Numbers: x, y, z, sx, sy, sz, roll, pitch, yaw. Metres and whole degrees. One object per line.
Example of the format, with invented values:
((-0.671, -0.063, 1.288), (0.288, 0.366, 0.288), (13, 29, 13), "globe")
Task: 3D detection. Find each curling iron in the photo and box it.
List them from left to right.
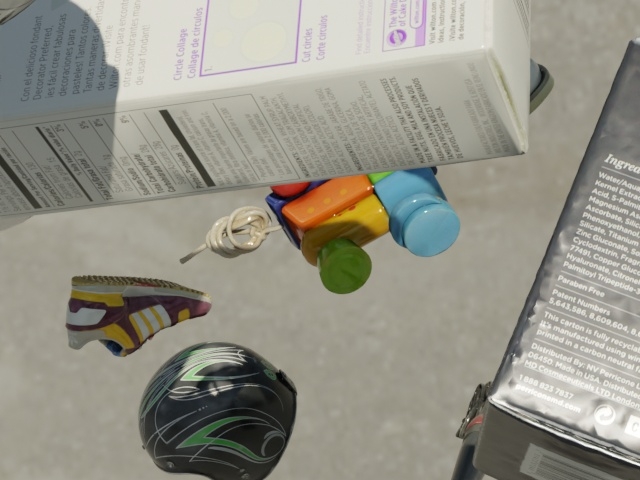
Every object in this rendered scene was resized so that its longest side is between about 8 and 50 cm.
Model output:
((0.137, 0.185, 1.655), (0.035, 0.068, 0.274), (24, 17, 2), "curling iron")

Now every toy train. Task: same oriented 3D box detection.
((0.000, 0.000, 1.686), (0.248, 0.105, 0.143), (-29, 35, 2), "toy train")

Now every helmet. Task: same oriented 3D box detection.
((-0.127, 0.199, 2.212), (0.161, 0.169, 0.169), (21, 6, -26), "helmet")

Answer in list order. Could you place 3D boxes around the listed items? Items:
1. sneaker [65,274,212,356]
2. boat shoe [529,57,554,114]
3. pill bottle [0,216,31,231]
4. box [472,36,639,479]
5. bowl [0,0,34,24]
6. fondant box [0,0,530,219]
((-0.199, 0.084, 2.054), (0.185, 0.084, 0.069), (7, 5, -42), "sneaker")
((0.107, -0.166, 1.837), (0.113, 0.103, 0.302), (-46, 25, -15), "boat shoe")
((-0.231, -0.146, 1.312), (0.229, 0.229, 0.407), (-4, 28, 23), "pill bottle")
((0.164, 0.028, 0.962), (0.108, 0.207, 0.153), (21, -16, 9), "box")
((-0.134, -0.147, 0.744), (0.080, 0.170, 0.170), (14, 29, 20), "bowl")
((-0.055, -0.148, 1.022), (0.330, 0.096, 0.238), (-6, 57, 17), "fondant box")
